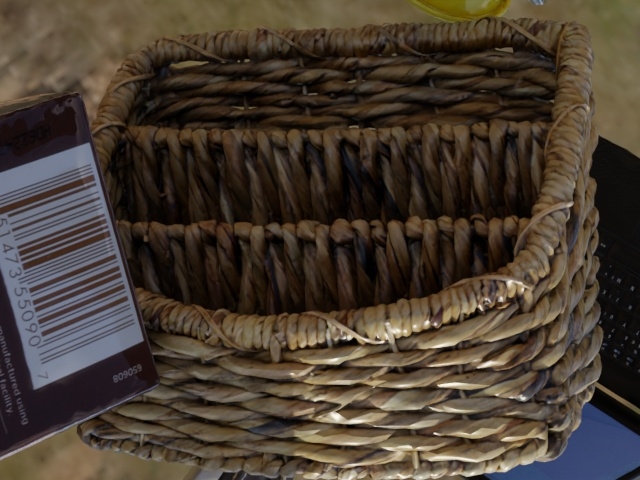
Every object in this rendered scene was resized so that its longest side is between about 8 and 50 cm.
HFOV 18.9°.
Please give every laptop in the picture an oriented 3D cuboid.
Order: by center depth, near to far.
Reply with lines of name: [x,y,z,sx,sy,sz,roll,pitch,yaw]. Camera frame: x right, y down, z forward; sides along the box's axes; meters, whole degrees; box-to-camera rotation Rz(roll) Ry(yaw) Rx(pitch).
laptop: [0.179,0.055,1.434,0.136,0.234,0.264,22,99,-50]

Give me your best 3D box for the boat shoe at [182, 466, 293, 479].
boat shoe: [-0.035,0.134,1.218,0.075,0.065,0.206,-51,-179,22]

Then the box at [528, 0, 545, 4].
box: [0.107,-0.343,1.593,0.165,0.270,0.143,-56,158,3]

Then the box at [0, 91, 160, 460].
box: [-0.225,0.028,1.015,0.203,0.168,0.167,-5,-166,46]

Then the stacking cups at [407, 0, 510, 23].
stacking cups: [0.133,-0.267,1.075,0.096,0.096,0.316,-16,148,-41]

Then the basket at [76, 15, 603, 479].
basket: [0.000,0.000,1.090,0.213,0.299,0.223,-41,130,-66]
